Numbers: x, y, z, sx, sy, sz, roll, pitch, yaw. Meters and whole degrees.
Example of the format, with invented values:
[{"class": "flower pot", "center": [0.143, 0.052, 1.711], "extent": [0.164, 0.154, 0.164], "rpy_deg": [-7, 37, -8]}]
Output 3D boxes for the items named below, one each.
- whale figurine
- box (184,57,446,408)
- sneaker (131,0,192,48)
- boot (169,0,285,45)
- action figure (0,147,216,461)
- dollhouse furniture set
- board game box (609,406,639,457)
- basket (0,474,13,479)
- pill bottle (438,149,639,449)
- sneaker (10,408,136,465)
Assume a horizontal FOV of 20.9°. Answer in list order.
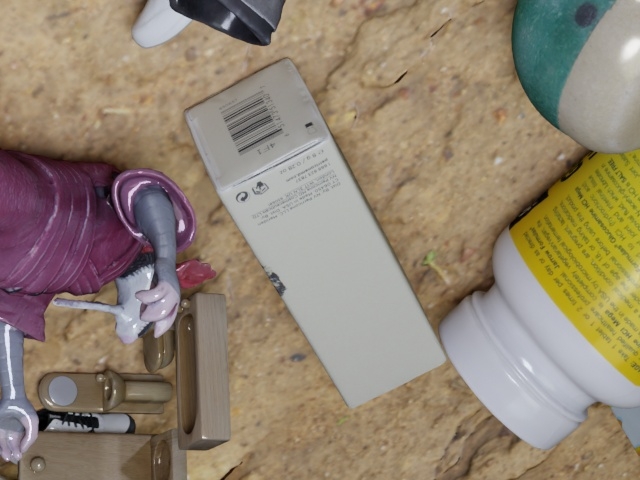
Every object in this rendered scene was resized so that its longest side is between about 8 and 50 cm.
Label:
[{"class": "whale figurine", "center": [0.245, -0.198, 1.267], "extent": [0.272, 0.141, 0.216], "rpy_deg": [-55, 156, 7]}, {"class": "box", "center": [0.000, 0.000, 1.341], "extent": [0.094, 0.113, 0.275], "rpy_deg": [-27, 132, 2]}, {"class": "sneaker", "center": [-0.089, -0.199, 1.180], "extent": [0.061, 0.054, 0.152], "rpy_deg": [31, 110, -22]}, {"class": "boot", "center": [-0.074, -0.283, 0.988], "extent": [0.223, 0.118, 0.338], "rpy_deg": [-51, 122, -13]}, {"class": "action figure", "center": [-0.226, -0.014, 1.220], "extent": [0.248, 0.276, 0.370], "rpy_deg": [-32, 155, 28]}, {"class": "dollhouse furniture set", "center": [-0.157, 0.124, 1.358], "extent": [0.123, 0.144, 0.151], "rpy_deg": [4, 163, -25]}, {"class": "board game box", "center": [0.405, 0.164, 1.626], "extent": [0.275, 0.144, 0.142], "rpy_deg": [29, 114, -37]}, {"class": "basket", "center": [-0.326, 0.303, 1.385], "extent": [0.289, 0.201, 0.255], "rpy_deg": [10, 110, -41]}, {"class": "pill bottle", "center": [0.263, 0.013, 1.408], "extent": [0.334, 0.188, 0.188], "rpy_deg": [-42, 132, 15]}, {"class": "sneaker", "center": [-0.206, 0.158, 1.437], "extent": [0.109, 0.040, 0.044], "rpy_deg": [-8, 129, -17]}]
